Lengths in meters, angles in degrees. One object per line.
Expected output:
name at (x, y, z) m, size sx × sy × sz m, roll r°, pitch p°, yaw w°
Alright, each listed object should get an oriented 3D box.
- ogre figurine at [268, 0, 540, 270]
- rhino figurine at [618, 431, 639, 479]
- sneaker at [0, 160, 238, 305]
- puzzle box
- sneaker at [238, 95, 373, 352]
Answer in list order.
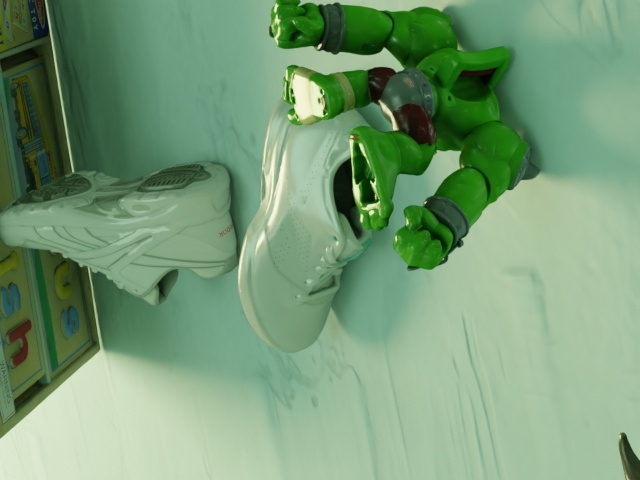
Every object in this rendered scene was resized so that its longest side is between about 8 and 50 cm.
ogre figurine at (0.058, -0.078, 1.163) m, size 0.197 × 0.118 × 0.097 m, roll 50°, pitch 146°, yaw 40°
rhino figurine at (0.238, 0.189, 1.019) m, size 0.243 × 0.073 × 0.106 m, roll 53°, pitch 147°, yaw 37°
sneaker at (-0.171, 0.004, 1.559) m, size 0.232 × 0.090 × 0.115 m, roll -2°, pitch 113°, yaw 31°
puzzle box at (-0.292, -0.053, 1.674) m, size 0.272 × 0.052 × 0.409 m, roll -50°, pitch -46°, yaw -71°
sneaker at (0.000, 0.000, 1.350) m, size 0.094 × 0.080 × 0.212 m, roll 30°, pitch 127°, yaw 37°
